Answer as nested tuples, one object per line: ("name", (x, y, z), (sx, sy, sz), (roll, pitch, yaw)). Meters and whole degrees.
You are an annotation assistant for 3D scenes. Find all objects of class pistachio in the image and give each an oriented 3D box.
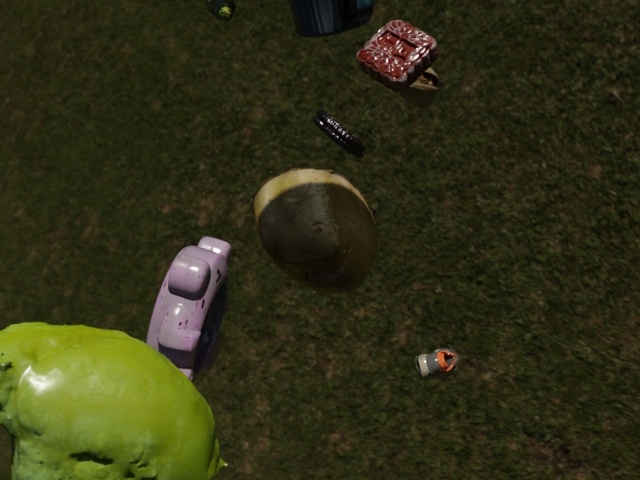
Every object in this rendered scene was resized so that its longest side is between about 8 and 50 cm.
("pistachio", (0.241, -0.393, 1.826), (0.113, 0.149, 0.113), (-11, 71, 35))

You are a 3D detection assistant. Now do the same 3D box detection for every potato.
("potato", (0.000, 0.000, 1.484), (0.243, 0.285, 0.242), (-34, 34, 27))

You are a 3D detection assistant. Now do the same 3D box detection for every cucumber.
("cucumber", (-0.240, -0.573, 1.764), (0.069, 0.069, 0.227), (-49, 30, 14))

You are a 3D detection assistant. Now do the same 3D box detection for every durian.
("durian", (-0.286, 0.238, 0.940), (0.204, 0.340, 0.255), (-160, 75, -64))

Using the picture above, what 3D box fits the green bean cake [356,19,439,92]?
("green bean cake", (0.159, -0.386, 1.506), (0.135, 0.056, 0.135), (-46, 57, -8))

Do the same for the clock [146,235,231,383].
("clock", (-0.278, 0.167, 1.561), (0.114, 0.295, 0.322), (16, 104, 4))

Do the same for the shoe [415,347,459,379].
("shoe", (0.306, 0.297, 1.776), (0.077, 0.194, 0.074), (-23, 76, 31))

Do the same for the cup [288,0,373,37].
("cup", (0.036, -0.747, 2.061), (0.308, 0.242, 0.292), (5, 121, 33))

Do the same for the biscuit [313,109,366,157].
("biscuit", (0.056, -0.315, 2.152), (0.053, 0.195, 0.194), (-51, 49, 10))
